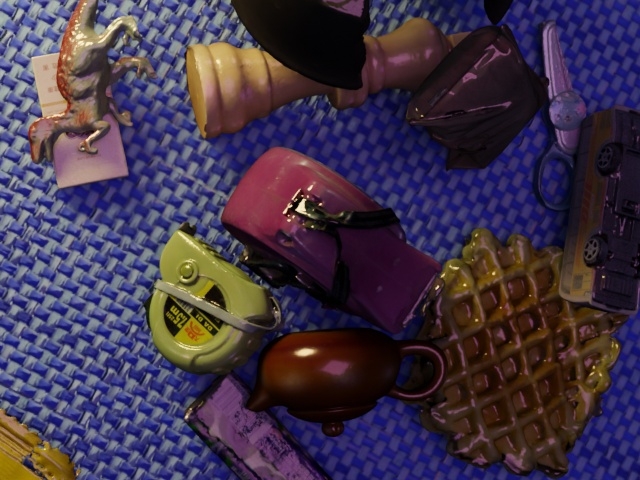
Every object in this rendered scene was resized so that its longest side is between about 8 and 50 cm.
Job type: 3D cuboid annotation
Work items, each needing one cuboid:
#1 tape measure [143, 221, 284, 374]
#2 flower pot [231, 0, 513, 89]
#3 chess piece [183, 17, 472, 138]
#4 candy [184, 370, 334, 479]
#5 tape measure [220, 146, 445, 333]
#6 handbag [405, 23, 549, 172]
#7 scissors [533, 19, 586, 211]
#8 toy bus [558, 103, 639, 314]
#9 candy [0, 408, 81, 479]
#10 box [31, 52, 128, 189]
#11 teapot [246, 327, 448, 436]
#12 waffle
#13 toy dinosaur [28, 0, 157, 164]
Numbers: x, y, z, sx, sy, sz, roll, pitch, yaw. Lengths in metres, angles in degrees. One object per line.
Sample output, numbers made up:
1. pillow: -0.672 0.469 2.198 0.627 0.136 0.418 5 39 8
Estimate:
1. tape measure: -0.137 0.089 1.468 0.177 0.087 0.154 35 89 23
2. flower pot: 0.057 -0.356 1.300 0.379 0.251 0.379 0 100 2
3. chess piece: 0.032 -0.221 1.515 0.397 0.117 0.117 -12 92 -13
4. candy: -0.045 0.303 1.521 0.088 0.061 0.312 -42 97 -7
5. tape measure: 0.000 0.000 1.436 0.231 0.245 0.149 36 83 -25
6. handbag: 0.195 -0.169 1.476 0.182 0.270 0.117 -46 71 9
7. scissors: 0.329 -0.170 1.611 0.125 0.030 0.256 -14 95 -12
8. toy bus: 0.375 -0.038 1.548 0.092 0.106 0.268 13 80 -22
9. candy: -0.450 0.339 1.428 0.187 0.081 0.297 39 83 -11
10. box: -0.300 -0.154 1.487 0.090 0.024 0.167 -12 92 -12
11. teapot: 0.033 0.174 1.472 0.252 0.178 0.135 -3 92 -1
12. waffle: 0.256 0.150 1.578 0.297 0.073 0.317 27 78 -16
13. toy dinosaur: -0.287 -0.223 1.449 0.167 0.053 0.242 -9 99 -7
